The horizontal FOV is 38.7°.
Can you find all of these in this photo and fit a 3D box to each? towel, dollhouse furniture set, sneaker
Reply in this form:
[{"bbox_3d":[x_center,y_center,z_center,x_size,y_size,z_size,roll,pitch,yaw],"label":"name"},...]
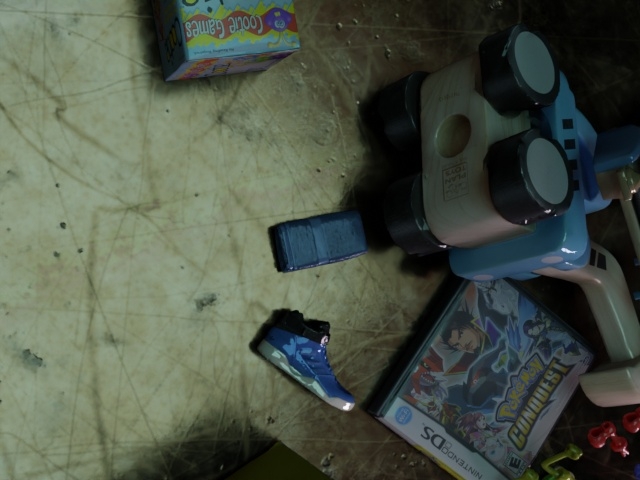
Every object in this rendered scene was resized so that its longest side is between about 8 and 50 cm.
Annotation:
[{"bbox_3d":[0.000,0.000,1.205,0.119,0.029,0.067,-11,94,-19],"label":"towel"},{"bbox_3d":[0.482,-0.024,1.135,0.198,0.303,0.287,-15,104,25],"label":"dollhouse furniture set"},{"bbox_3d":[0.001,0.152,1.189,0.152,0.058,0.085,37,86,-9],"label":"sneaker"}]

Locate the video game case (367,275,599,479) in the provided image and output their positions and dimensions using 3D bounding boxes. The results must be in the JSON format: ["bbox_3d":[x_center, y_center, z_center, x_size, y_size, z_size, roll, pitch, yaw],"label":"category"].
[{"bbox_3d":[0.236,0.197,1.285,0.248,0.035,0.275,39,78,-15],"label":"video game case"}]

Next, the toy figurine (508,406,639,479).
[{"bbox_3d":[0.435,0.362,1.168,0.362,0.217,0.191,-30,120,12],"label":"toy figurine"}]

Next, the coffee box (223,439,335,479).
[{"bbox_3d":[-0.052,0.481,1.021,0.338,0.337,0.334,-33,100,-16],"label":"coffee box"}]

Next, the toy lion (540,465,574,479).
[{"bbox_3d":[0.341,0.394,1.327,0.096,0.034,0.100,-32,100,-9],"label":"toy lion"}]

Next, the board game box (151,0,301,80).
[{"bbox_3d":[-0.130,-0.347,1.100,0.142,0.144,0.275,-10,94,-20],"label":"board game box"}]

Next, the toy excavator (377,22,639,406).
[{"bbox_3d":[0.313,-0.014,1.219,0.445,0.222,0.433,15,66,-39],"label":"toy excavator"}]
